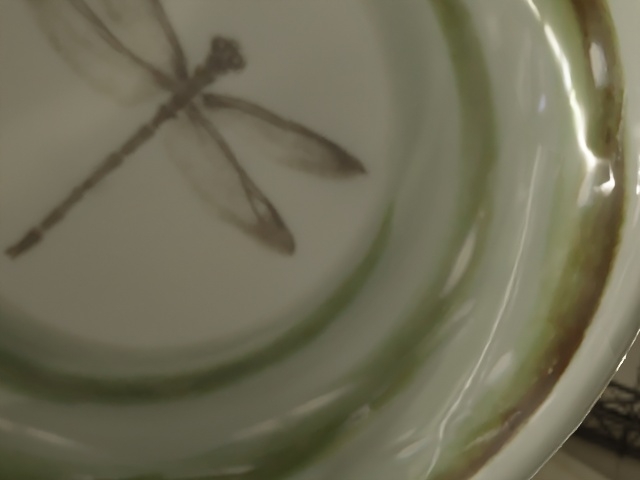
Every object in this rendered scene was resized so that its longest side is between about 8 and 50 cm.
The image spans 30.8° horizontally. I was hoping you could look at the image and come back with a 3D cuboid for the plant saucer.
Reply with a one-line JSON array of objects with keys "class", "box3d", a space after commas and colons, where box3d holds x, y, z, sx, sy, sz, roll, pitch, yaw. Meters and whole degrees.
[{"class": "plant saucer", "box3d": [-0.063, -0.041, 0.443, 0.100, 0.400, 0.400, -118, 4, -70]}]
